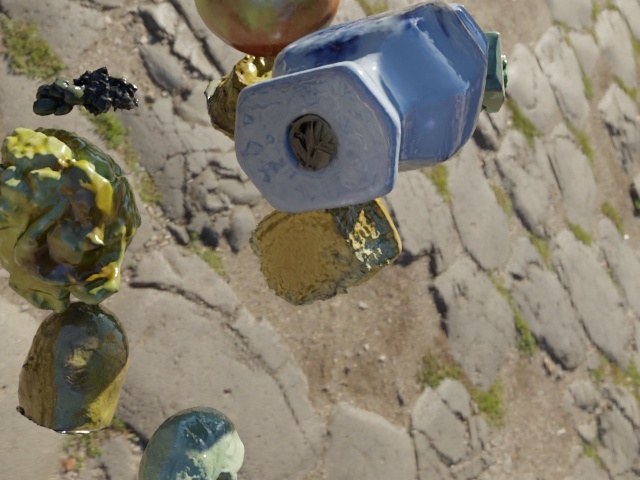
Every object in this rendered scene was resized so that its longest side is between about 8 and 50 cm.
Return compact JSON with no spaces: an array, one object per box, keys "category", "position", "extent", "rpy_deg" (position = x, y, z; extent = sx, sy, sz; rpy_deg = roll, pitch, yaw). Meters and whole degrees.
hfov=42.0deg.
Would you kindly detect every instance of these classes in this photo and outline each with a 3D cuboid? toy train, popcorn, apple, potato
[{"category":"toy train","position":[0.181,-0.293,1.509],"extent":[0.159,0.326,0.129],"rpy_deg":[78,11,-77]},{"category":"popcorn","position":[-0.483,-0.050,1.553],"extent":[0.335,0.274,0.279],"rpy_deg":[74,33,-47]},{"category":"apple","position":[-0.108,-0.536,1.748],"extent":[0.277,0.319,0.319],"rpy_deg":[11,62,-81]},{"category":"potato","position":[-0.505,0.252,1.731],"extent":[0.229,0.229,0.266],"rpy_deg":[11,95,-44]}]

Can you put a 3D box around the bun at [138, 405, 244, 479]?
[{"category":"bun","position":[-0.191,0.362,1.311],"extent":[0.195,0.118,0.195],"rpy_deg":[-19,113,-53]}]

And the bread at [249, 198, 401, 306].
[{"category":"bread","position":[0.000,0.000,1.208],"extent":[0.121,0.245,0.174],"rpy_deg":[-24,84,-35]}]

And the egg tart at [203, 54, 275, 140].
[{"category":"egg tart","position":[-0.103,-0.338,1.894],"extent":[0.129,0.341,0.341],"rpy_deg":[84,22,-49]}]

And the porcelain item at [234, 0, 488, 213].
[{"category":"porcelain item","position":[0.072,-0.179,1.000],"extent":[0.405,0.243,0.178],"rpy_deg":[-46,122,-54]}]

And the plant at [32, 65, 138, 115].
[{"category":"plant","position":[-0.394,-0.243,1.395],"extent":[0.174,0.087,0.085],"rpy_deg":[-10,49,-22]}]
